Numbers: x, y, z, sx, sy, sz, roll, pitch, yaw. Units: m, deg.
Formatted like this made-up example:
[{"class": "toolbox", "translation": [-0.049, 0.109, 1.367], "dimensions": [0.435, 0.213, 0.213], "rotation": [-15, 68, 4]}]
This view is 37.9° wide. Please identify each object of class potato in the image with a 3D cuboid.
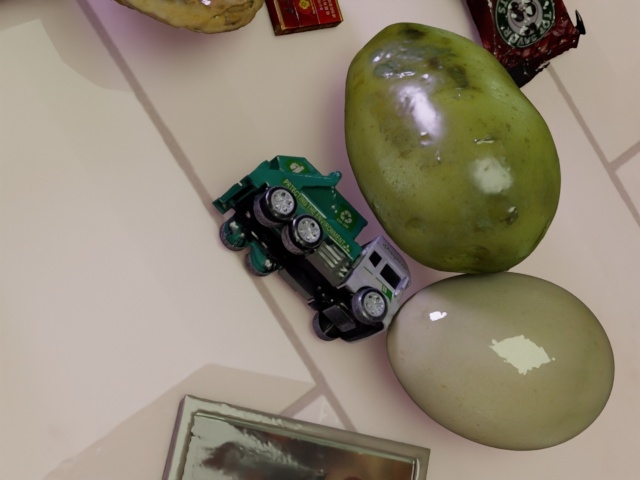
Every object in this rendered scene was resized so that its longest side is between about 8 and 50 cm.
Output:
[{"class": "potato", "translation": [0.129, -0.098, 0.984], "dimensions": [0.215, 0.216, 0.304], "rotation": [-16, 55, -25]}]

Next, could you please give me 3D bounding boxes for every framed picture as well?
[{"class": "framed picture", "translation": [-0.029, 0.293, 0.965], "dimensions": [0.289, 0.020, 0.211], "rotation": [17, 74, -20]}]

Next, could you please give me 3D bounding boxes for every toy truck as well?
[{"class": "toy truck", "translation": [0.000, 0.000, 0.985], "dimensions": [0.216, 0.110, 0.116], "rotation": [45, 55, -10]}]

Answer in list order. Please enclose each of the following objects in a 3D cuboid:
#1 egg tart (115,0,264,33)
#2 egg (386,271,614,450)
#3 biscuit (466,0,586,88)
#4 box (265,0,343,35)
[{"class": "egg tart", "translation": [-0.171, -0.326, 0.953], "dimensions": [0.290, 0.107, 0.291], "rotation": [27, 51, -40]}, {"class": "egg", "translation": [0.191, 0.126, 0.999], "dimensions": [0.253, 0.188, 0.189], "rotation": [15, 75, -12]}, {"class": "biscuit", "translation": [0.235, -0.314, 1.169], "dimensions": [0.151, 0.063, 0.235], "rotation": [-28, 97, -14]}, {"class": "box", "translation": [-0.019, -0.267, 1.068], "dimensions": [0.082, 0.023, 0.051], "rotation": [-14, 85, -26]}]
